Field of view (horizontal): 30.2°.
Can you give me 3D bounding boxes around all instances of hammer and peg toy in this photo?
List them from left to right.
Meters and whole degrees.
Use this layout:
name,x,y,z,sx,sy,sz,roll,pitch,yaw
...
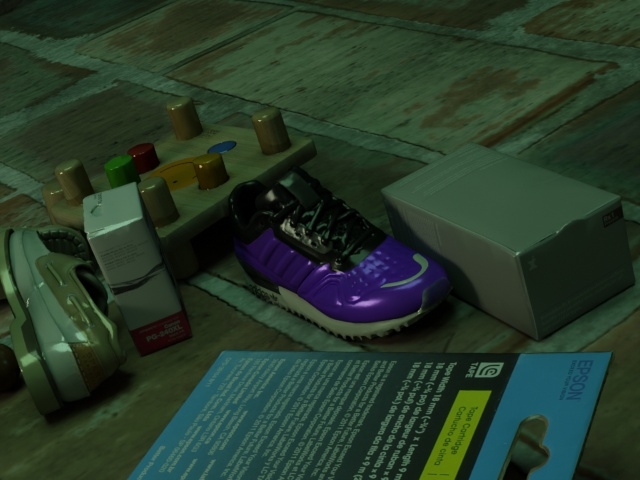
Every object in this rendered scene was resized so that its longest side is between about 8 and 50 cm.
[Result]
name,x,y,z,sx,sy,sz,roll,pitch,yaw
hammer and peg toy,-0.204,-0.087,1.513,0.266,0.127,0.361,-35,31,-31

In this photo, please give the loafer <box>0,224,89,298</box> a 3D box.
name,x,y,z,sx,sy,sz,roll,pitch,yaw
loafer,-0.415,0.033,1.450,0.269,0.101,0.092,-4,3,-5

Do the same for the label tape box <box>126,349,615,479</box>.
name,x,y,z,sx,sy,sz,roll,pitch,yaw
label tape box,0.032,0.187,0.857,0.334,0.105,0.240,-2,31,28

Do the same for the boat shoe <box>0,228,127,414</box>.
name,x,y,z,sx,sy,sz,roll,pitch,yaw
boat shoe,-0.281,0.073,1.287,0.103,0.113,0.302,-21,37,-9

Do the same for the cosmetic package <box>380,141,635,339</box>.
name,x,y,z,sx,sy,sz,roll,pitch,yaw
cosmetic package,0.176,-0.007,1.152,0.127,0.107,0.238,-27,30,-17

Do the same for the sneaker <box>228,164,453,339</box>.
name,x,y,z,sx,sy,sz,roll,pitch,yaw
sneaker,-0.001,0.000,1.194,0.102,0.146,0.293,-36,31,-32

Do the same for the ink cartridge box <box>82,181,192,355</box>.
name,x,y,z,sx,sy,sz,roll,pitch,yaw
ink cartridge box,-0.195,0.027,1.259,0.063,0.150,0.109,-20,26,-4

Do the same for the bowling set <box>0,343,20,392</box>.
name,x,y,z,sx,sy,sz,roll,pitch,yaw
bowling set,-0.431,0.109,1.273,0.200,0.287,0.154,19,23,-26
